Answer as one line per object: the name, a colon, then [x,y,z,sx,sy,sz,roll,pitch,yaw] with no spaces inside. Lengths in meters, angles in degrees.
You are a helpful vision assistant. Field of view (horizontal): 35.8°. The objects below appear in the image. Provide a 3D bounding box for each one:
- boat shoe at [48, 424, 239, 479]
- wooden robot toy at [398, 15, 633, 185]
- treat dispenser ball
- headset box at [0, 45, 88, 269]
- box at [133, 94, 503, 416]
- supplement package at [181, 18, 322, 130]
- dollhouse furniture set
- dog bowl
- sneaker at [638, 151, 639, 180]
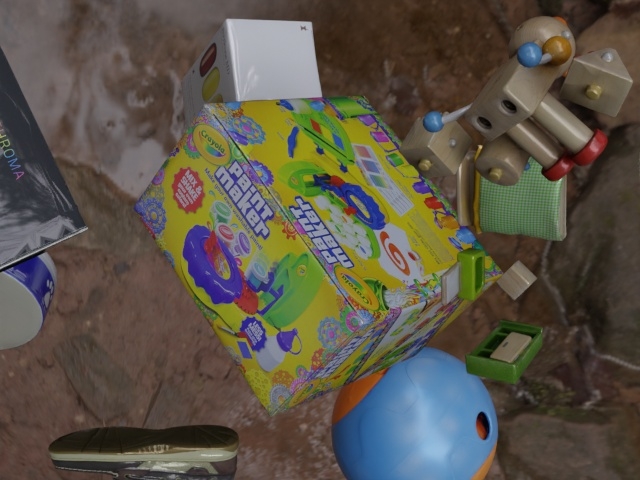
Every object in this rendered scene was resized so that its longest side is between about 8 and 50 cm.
boat shoe: [-0.208,0.264,1.174,0.223,0.080,0.073,-2,103,-5]
wooden robot toy: [0.118,-0.083,0.543,0.076,0.173,0.079,35,65,-12]
treat dispenser ball: [0.162,0.327,1.715,0.288,0.288,0.288,3,73,-11]
headset box: [-0.351,-0.086,0.975,0.131,0.283,0.246,-26,97,-20]
box: [0.000,0.000,1.122,0.279,0.177,0.290,-12,60,-50]
supplement package: [-0.109,-0.221,1.488,0.133,0.244,0.139,-4,78,-24]
dollhouse furniture set: [0.122,0.015,0.677,0.058,0.076,0.152,-34,127,-50]
dog bowl: [-0.631,0.084,1.835,0.264,0.265,0.104,12,46,-9]
sneaker: [0.388,-0.025,0.914,0.094,0.080,0.212,-28,65,-22]
